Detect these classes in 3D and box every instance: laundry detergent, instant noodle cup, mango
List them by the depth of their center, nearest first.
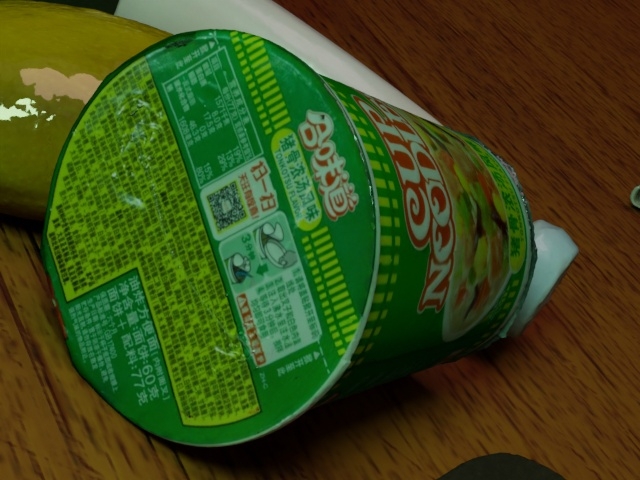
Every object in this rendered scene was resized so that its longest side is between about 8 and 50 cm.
[{"bbox_3d":[0.000,0.000,0.870,0.207,0.207,0.232,38,19,27],"label":"instant noodle cup"},{"bbox_3d":[-0.176,-0.079,0.943,0.317,0.119,0.176,8,30,-17],"label":"mango"},{"bbox_3d":[0.012,-0.058,1.057,0.335,0.159,0.088,36,63,9],"label":"laundry detergent"}]

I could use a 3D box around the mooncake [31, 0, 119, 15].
[{"bbox_3d":[-0.118,-0.298,1.142,0.187,0.351,0.351,42,28,23],"label":"mooncake"}]

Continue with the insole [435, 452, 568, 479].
[{"bbox_3d":[0.075,0.175,0.784,0.111,0.007,0.328,31,24,16],"label":"insole"}]

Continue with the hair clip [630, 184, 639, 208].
[{"bbox_3d":[0.359,-0.040,1.485,0.226,0.034,0.072,7,26,-32],"label":"hair clip"}]
